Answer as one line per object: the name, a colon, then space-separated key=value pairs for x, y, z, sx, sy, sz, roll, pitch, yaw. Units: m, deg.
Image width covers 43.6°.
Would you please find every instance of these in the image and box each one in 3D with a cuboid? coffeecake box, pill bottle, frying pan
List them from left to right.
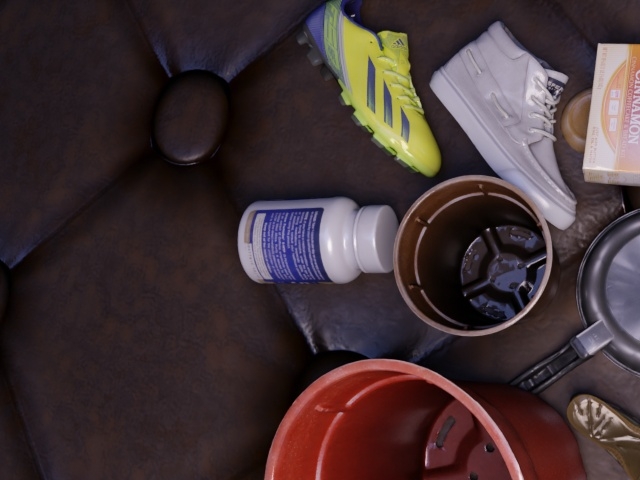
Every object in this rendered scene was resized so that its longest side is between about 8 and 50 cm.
pill bottle: x=0.000 y=0.000 z=1.017 sx=0.186 sy=0.112 sz=0.112 roll=-1 pitch=81 yaw=28
frying pan: x=0.318 y=0.069 z=0.881 sx=0.326 sy=0.053 sz=0.197 roll=-15 pitch=74 yaw=21
coffeecake box: x=0.386 y=-0.130 z=0.855 sx=0.185 sy=0.068 sz=0.142 roll=7 pitch=84 yaw=21

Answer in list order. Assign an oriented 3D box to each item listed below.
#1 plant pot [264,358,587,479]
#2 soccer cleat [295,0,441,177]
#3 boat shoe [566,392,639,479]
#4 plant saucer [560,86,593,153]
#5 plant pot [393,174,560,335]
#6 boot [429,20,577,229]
plant pot: x=0.131 y=0.253 z=0.805 sx=0.272 sy=0.265 sz=0.273 roll=-5 pitch=82 yaw=35
soccer cleat: x=0.079 y=-0.207 z=1.025 sx=0.121 sy=0.093 sz=0.289 roll=-38 pitch=67 yaw=9
boat shoe: x=0.329 y=0.212 z=0.845 sx=0.152 sy=0.049 sz=0.056 roll=43 pitch=108 yaw=7
plant saucer: x=0.321 y=-0.142 z=0.931 sx=0.083 sy=0.015 sz=0.083 roll=-5 pitch=79 yaw=26
plant pot: x=0.189 y=0.027 z=0.884 sx=0.167 sy=0.165 sz=0.167 roll=-5 pitch=79 yaw=27
boot: x=0.240 y=-0.143 z=0.926 sx=0.123 sy=0.095 sz=0.258 roll=-44 pitch=64 yaw=22
